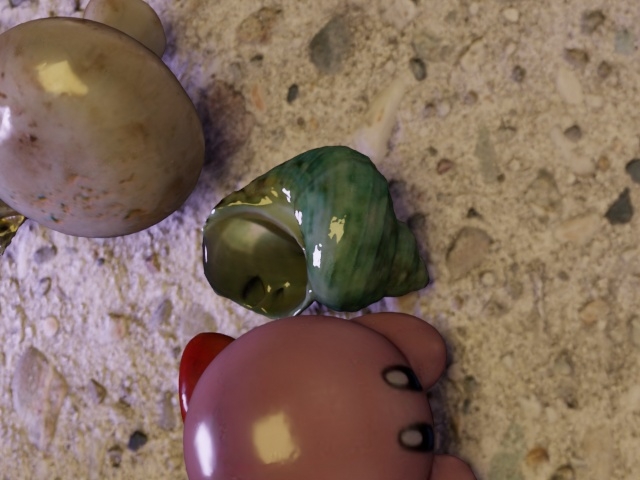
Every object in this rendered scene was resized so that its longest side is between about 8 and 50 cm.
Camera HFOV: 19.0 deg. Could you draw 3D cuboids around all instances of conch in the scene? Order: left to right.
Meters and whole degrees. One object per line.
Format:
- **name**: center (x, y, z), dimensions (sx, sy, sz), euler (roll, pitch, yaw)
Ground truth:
- **conch**: center (-0.001, -0.001, 1.703), dimensions (0.188, 0.122, 0.176), euler (27, 103, 33)

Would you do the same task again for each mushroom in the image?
- **mushroom**: center (-0.211, -0.130, 1.812), dimensions (0.243, 0.243, 0.243), euler (-6, 78, 28)

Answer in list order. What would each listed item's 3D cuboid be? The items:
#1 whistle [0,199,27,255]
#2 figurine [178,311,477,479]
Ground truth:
- **whistle**: center (-0.413, -0.098, 1.981), dimensions (0.326, 0.057, 0.068), euler (43, 105, 27)
- **figurine**: center (-0.025, 0.178, 1.629), dimensions (0.261, 0.211, 0.269), euler (-18, 73, 25)
